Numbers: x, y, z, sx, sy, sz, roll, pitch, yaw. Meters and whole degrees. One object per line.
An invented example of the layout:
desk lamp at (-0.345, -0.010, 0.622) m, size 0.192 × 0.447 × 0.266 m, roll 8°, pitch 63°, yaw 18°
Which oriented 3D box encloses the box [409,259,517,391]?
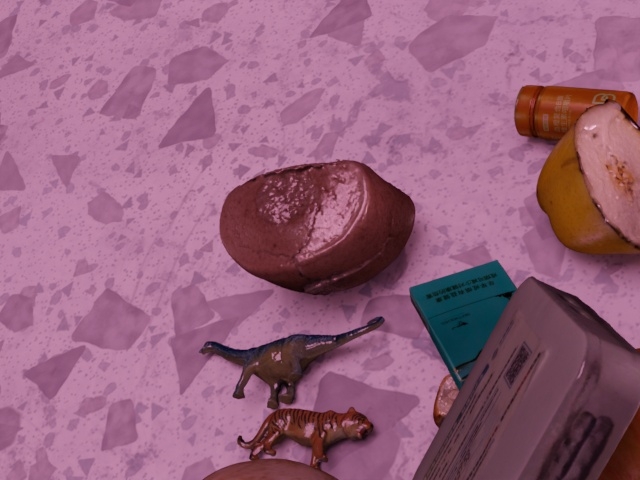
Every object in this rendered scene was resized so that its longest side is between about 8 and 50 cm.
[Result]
box at (0.253, 0.132, 1.592) m, size 0.161 × 0.042 × 0.226 m, roll -18°, pitch 40°, yaw -6°

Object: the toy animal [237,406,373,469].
toy animal at (-0.028, 0.320, 1.653) m, size 0.241 × 0.056 × 0.099 m, roll -1°, pitch 51°, yaw 29°

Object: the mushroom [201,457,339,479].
mushroom at (-0.070, 0.470, 1.464) m, size 0.298 × 0.297 × 0.290 m, roll 6°, pitch 98°, yaw 31°

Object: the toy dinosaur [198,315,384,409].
toy dinosaur at (-0.063, 0.206, 1.733) m, size 0.363 × 0.076 × 0.147 m, roll -14°, pitch 46°, yaw 24°

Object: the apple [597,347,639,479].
apple at (0.450, 0.270, 1.334) m, size 0.242 × 0.242 × 0.241 m, roll -30°, pitch 61°, yaw 5°

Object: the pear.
pear at (0.429, -0.083, 1.623) m, size 0.178 × 0.267 × 0.266 m, roll -24°, pitch 45°, yaw 44°

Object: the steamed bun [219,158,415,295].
steamed bun at (0.000, 0.000, 1.734) m, size 0.301 × 0.251 × 0.199 m, roll -13°, pitch 62°, yaw 25°

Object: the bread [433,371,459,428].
bread at (0.212, 0.252, 1.559) m, size 0.077 × 0.070 × 0.083 m, roll 5°, pitch 57°, yaw 28°

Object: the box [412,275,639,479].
box at (0.246, 0.262, 1.303) m, size 0.396 × 0.111 × 0.396 m, roll -62°, pitch 5°, yaw 10°

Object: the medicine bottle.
medicine bottle at (0.444, -0.218, 1.753) m, size 0.192 × 0.096 × 0.096 m, roll 11°, pitch 64°, yaw 32°
